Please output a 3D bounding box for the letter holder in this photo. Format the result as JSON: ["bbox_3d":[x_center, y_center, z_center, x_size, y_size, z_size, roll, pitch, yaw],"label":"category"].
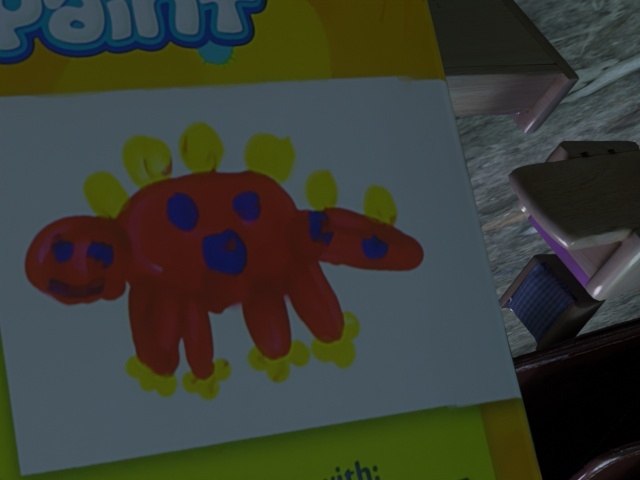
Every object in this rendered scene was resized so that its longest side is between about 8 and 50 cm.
[{"bbox_3d":[0.146,0.191,1.093,0.214,0.152,0.302,-12,151,-28],"label":"letter holder"}]

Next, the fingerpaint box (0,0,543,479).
[{"bbox_3d":[-0.162,0.051,0.599,0.445,0.371,0.163,-12,176,-29],"label":"fingerpaint box"}]

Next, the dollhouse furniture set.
[{"bbox_3d":[0.000,0.000,1.045,0.198,0.286,0.303,-9,144,-46],"label":"dollhouse furniture set"}]
